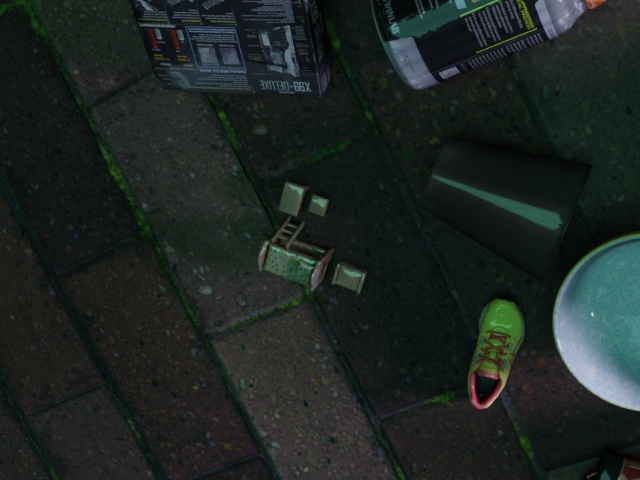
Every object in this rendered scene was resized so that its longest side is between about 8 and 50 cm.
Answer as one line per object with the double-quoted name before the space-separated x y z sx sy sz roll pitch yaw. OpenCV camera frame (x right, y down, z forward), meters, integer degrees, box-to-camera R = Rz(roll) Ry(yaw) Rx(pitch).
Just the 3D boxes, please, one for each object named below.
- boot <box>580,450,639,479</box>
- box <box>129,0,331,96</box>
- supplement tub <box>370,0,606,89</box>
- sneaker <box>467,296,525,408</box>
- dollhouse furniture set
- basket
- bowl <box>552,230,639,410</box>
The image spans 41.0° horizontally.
"boot" 0.534 0.494 1.498 0.176 0.088 0.245 8 99 15
"box" -0.148 -0.358 1.411 0.307 0.077 0.243 5 139 16
"supplement tub" 0.249 -0.367 1.285 0.315 0.193 0.194 -18 99 21
"sneaker" 0.301 0.201 1.480 0.081 0.094 0.209 12 107 15
"dollhouse furniture set" 0.000 0.000 1.511 0.181 0.101 0.161 19 110 11
"basket" 0.290 -0.067 1.384 0.226 0.154 0.205 23 108 14
"bowl" 0.518 0.108 1.354 0.289 0.156 0.290 4 106 16
